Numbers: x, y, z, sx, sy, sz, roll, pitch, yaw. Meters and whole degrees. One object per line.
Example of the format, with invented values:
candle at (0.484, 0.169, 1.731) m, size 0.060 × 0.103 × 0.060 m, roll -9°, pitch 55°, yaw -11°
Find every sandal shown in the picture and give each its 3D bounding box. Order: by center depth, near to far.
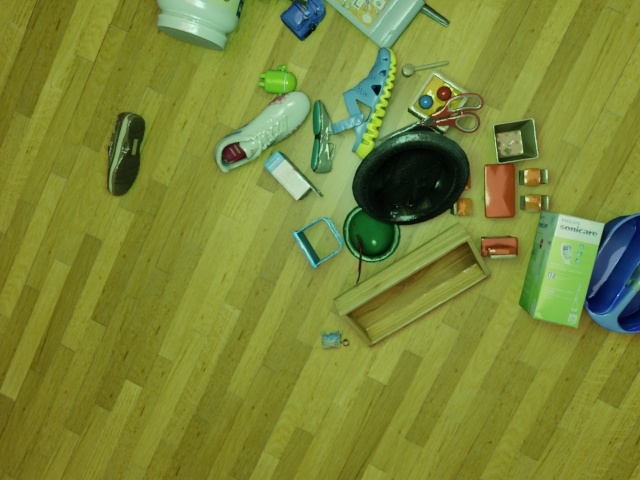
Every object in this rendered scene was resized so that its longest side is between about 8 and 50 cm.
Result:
sandal at (0.125, -0.398, 1.690) m, size 0.138 × 0.126 × 0.317 m, roll 19°, pitch 95°, yaw 1°

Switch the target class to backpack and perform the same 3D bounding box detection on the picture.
backpack at (-0.042, -0.652, 1.708) m, size 0.120 × 0.101 × 0.098 m, roll -44°, pitch 95°, yaw 5°

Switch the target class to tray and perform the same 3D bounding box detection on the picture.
tray at (0.261, 0.132, 1.688) m, size 0.411 × 0.076 × 0.203 m, roll -33°, pitch 133°, yaw 8°

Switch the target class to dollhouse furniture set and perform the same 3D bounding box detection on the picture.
dollhouse furniture set at (0.501, -0.085, 1.663) m, size 0.262 × 0.135 × 0.259 m, roll -2°, pitch 94°, yaw 8°

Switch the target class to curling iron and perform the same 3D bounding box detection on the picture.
curling iron at (0.261, -0.703, 1.695) m, size 0.274 × 0.035 × 0.068 m, roll 42°, pitch 98°, yaw 3°

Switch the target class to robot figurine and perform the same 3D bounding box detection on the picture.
robot figurine at (-0.122, -0.465, 1.748) m, size 0.115 × 0.067 × 0.101 m, roll 7°, pitch 97°, yaw 7°

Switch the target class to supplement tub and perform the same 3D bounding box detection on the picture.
supplement tub at (-0.324, -0.727, 1.669) m, size 0.235 × 0.235 × 0.325 m, roll 17°, pitch 97°, yaw 6°

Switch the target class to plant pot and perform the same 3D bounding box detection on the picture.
plant pot at (0.536, -0.274, 1.663) m, size 0.109 × 0.096 × 0.109 m, roll -8°, pitch 93°, yaw 7°

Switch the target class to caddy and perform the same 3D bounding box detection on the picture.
caddy at (0.848, 0.084, 1.611) m, size 0.241 × 0.179 × 0.341 m, roll 30°, pitch 98°, yaw 5°

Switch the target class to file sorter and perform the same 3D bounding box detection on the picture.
file sorter at (0.000, 0.000, 1.720) m, size 0.104 × 0.170 × 0.118 m, roll -31°, pitch 90°, yaw 5°

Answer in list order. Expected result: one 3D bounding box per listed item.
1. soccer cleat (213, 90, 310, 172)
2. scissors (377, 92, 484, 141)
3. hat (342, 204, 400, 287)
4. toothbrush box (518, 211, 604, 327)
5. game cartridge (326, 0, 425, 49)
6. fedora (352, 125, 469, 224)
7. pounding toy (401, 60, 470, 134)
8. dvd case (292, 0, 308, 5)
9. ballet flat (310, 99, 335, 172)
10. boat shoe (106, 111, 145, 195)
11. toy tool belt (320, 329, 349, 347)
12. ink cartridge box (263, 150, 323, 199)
soccer cleat at (-0.165, -0.303, 1.719) m, size 0.331 × 0.143 × 0.116 m, roll -33°, pitch 118°, yaw 12°
scissors at (0.299, -0.339, 1.639) m, size 0.297 × 0.021 × 0.109 m, roll -4°, pitch 111°, yaw 13°
hat at (0.144, -0.004, 1.691) m, size 0.173 × 0.183 × 0.209 m, roll -19°, pitch 92°, yaw 9°
toothbrush box at (0.649, 0.072, 1.621) m, size 0.122 × 0.206 × 0.283 m, roll 14°, pitch 97°, yaw 7°
game cartridge at (0.139, -0.708, 1.682) m, size 0.297 × 0.062 × 0.198 m, roll 41°, pitch 116°, yaw 3°
fedora at (0.243, -0.199, 1.642) m, size 0.334 × 0.153 × 0.334 m, roll 1°, pitch 136°, yaw 1°
pounding toy at (0.316, -0.435, 1.680) m, size 0.206 × 0.094 × 0.181 m, roll 34°, pitch 98°, yaw 3°
dvd case at (-0.088, -0.788, 1.676) m, size 0.179 × 0.029 × 0.239 m, roll 18°, pitch 71°, yaw -2°
ballet flat at (0.010, -0.305, 1.753) m, size 0.068 × 0.072 × 0.213 m, roll 1°, pitch 96°, yaw -20°
boat shoe at (-0.611, -0.268, 1.827) m, size 0.095 × 0.095 × 0.258 m, roll 23°, pitch 99°, yaw 29°
toy tool belt at (0.043, 0.295, 1.796) m, size 0.083 × 0.052 × 0.051 m, roll -7°, pitch 102°, yaw 7°
ink cartridge box at (-0.078, -0.176, 1.746) m, size 0.061 × 0.104 × 0.181 m, roll -44°, pitch 88°, yaw 9°
